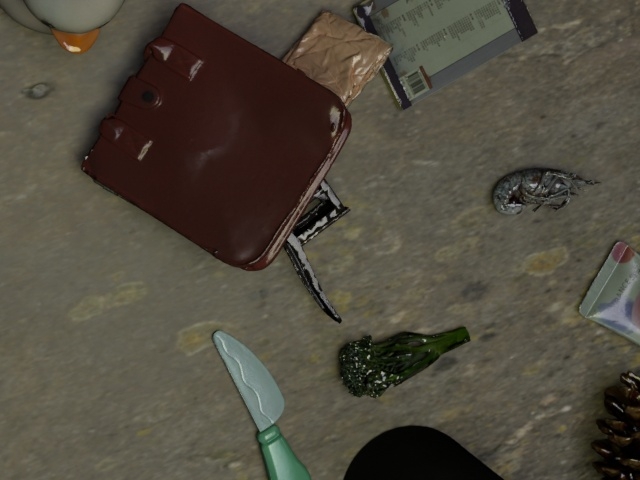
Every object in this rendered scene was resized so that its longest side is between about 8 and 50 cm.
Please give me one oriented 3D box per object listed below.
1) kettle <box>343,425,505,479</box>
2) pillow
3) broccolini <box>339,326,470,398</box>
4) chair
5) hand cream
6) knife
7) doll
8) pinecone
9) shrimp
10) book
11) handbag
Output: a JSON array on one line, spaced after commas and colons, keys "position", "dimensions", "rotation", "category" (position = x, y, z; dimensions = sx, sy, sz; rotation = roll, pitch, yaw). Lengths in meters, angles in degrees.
[{"position": [0.191, 0.390, 1.873], "dimensions": [0.262, 0.308, 0.203], "rotation": [35, 85, -17], "category": "kettle"}, {"position": [-0.019, -0.195, 1.859], "dimensions": [0.126, 0.043, 0.232], "rotation": [37, 80, 23], "category": "pillow"}, {"position": [0.116, 0.166, 1.968], "dimensions": [0.203, 0.091, 0.068], "rotation": [-8, 141, -29], "category": "broccolini"}, {"position": [0.000, 0.000, 1.895], "dimensions": [0.101, 0.084, 0.212], "rotation": [-39, 105, -7], "category": "chair"}, {"position": [0.539, 0.139, 2.093], "dimensions": [0.341, 0.078, 0.124], "rotation": [33, 84, -13], "category": "hand cream"}, {"position": [-0.073, 0.233, 1.921], "dimensions": [0.063, 0.034, 0.260], "rotation": [-24, 98, -19], "category": "knife"}, {"position": [-0.305, -0.347, 1.697], "dimensions": [0.221, 0.221, 0.251], "rotation": [-4, 96, -18], "category": "doll"}, {"position": [0.482, 0.291, 2.035], "dimensions": [0.184, 0.179, 0.204], "rotation": [12, 74, -40], "category": "pinecone"}, {"position": [0.321, -0.070, 2.006], "dimensions": [0.165, 0.056, 0.065], "rotation": [-3, 80, -8], "category": "shrimp"}, {"position": [0.171, -0.301, 1.954], "dimensions": [0.231, 0.026, 0.157], "rotation": [-30, 106, -13], "category": "book"}, {"position": [-0.129, -0.123, 1.787], "dimensions": [0.275, 0.084, 0.260], "rotation": [33, 93, 7], "category": "handbag"}]
